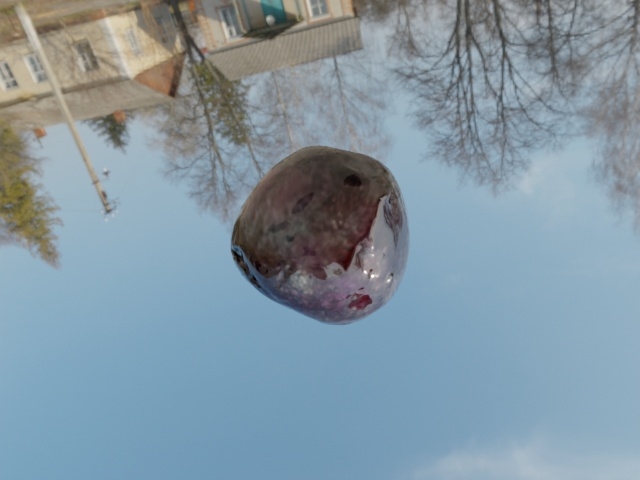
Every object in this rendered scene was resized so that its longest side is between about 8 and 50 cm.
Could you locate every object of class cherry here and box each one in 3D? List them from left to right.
[{"bbox_3d":[0.003,-0.010,0.534,0.195,0.195,0.195,-11,-153,6],"label":"cherry"}]
